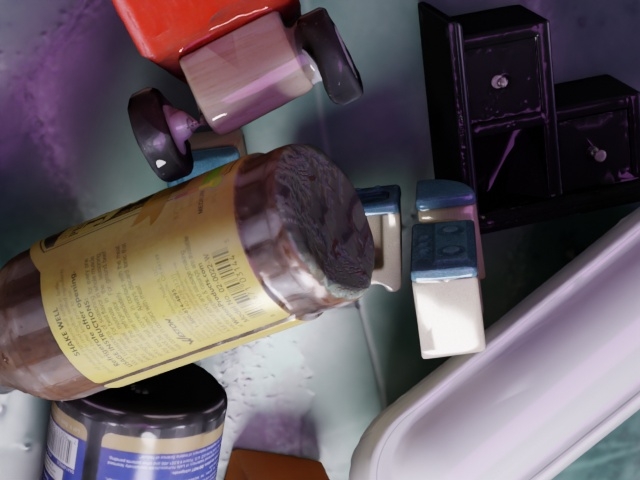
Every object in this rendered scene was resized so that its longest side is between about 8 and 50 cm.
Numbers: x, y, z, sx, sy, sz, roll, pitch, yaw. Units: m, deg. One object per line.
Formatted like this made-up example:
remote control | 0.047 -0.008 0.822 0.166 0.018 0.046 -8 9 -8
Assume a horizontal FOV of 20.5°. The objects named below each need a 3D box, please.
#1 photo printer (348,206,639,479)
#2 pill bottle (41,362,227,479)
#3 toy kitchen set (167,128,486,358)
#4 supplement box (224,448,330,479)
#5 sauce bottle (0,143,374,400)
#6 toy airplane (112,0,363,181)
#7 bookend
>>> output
photo printer | 0.152 0.100 1.233 0.307 0.256 0.107 -39 84 0
pill bottle | -0.140 0.198 1.255 0.123 0.123 0.219 5 108 -17
toy kitchen set | 0.000 0.000 1.170 0.207 0.166 0.122 -7 111 7
supplement box | -0.054 0.279 1.331 0.080 0.078 0.233 9 105 -18
sauce bottle | -0.135 0.039 1.135 0.344 0.111 0.111 -20 117 27
toy airplane | -0.122 -0.248 1.023 0.386 0.272 0.384 6 136 -28
bookend | 0.159 -0.099 1.259 0.157 0.072 0.156 -11 111 -12
